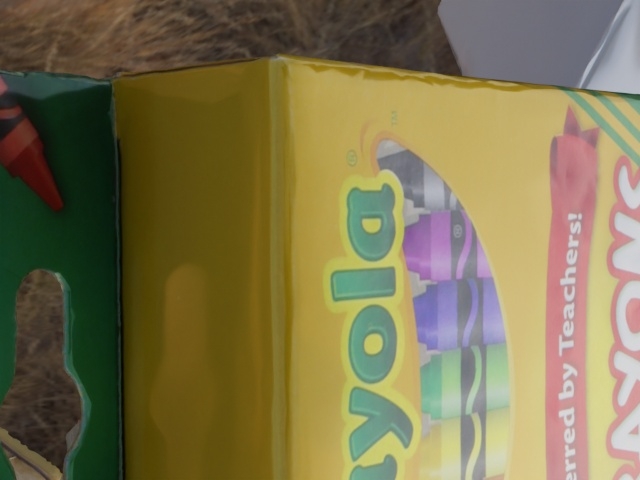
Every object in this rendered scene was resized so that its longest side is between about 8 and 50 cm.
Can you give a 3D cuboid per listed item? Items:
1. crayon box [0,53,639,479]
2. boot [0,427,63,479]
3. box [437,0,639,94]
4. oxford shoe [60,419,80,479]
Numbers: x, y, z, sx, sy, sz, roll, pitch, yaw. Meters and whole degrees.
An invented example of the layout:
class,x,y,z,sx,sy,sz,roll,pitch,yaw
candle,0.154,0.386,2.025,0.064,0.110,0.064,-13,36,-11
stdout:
class,x,y,z,sx,sy,sz,roll,pitch,yaw
crayon box,0.038,0.049,0.415,0.318,0.081,0.202,-3,93,-45
boot,-0.408,0.262,1.248,0.269,0.236,0.089,-39,151,-66
box,0.275,-0.114,0.747,0.345,0.168,0.215,11,36,-18
oxford shoe,-0.189,0.173,1.237,0.348,0.130,0.123,-72,154,-50
